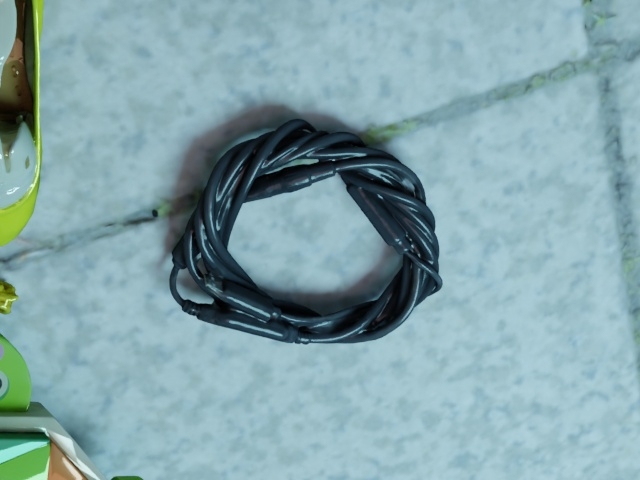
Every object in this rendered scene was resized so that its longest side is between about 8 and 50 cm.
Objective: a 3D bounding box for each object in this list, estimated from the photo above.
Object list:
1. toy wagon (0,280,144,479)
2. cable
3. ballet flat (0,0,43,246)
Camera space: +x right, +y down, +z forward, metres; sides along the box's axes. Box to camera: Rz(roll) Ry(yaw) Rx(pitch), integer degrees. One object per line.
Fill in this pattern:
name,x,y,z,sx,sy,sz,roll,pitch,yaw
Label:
toy wagon,-0.236,0.193,0.945,0.267,0.068,0.344,4,99,-26
cable,0.000,0.000,0.999,0.184,0.047,0.151,16,107,-23
ballet flat,-0.191,-0.084,0.863,0.077,0.077,0.231,-2,118,-19
